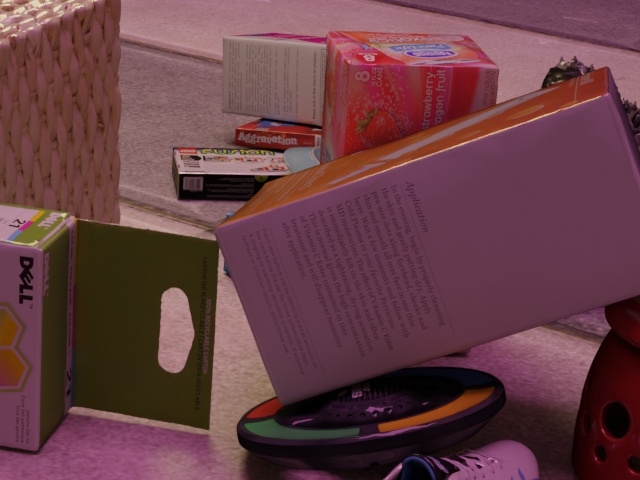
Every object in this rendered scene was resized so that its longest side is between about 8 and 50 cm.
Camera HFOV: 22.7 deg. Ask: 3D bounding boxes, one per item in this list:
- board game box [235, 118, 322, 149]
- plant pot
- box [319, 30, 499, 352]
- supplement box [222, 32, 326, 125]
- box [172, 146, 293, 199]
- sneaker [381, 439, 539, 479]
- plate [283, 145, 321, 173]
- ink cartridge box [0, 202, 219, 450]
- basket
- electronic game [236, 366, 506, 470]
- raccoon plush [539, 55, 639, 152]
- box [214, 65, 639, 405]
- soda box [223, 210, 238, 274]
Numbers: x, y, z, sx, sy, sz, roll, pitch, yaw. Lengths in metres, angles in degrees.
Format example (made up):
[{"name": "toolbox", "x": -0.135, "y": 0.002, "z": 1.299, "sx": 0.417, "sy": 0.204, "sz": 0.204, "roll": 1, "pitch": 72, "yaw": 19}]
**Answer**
[{"name": "board game box", "x": -0.007, "y": -0.156, "z": 2.215, "sx": 0.145, "sy": 0.027, "sz": 0.281, "roll": 7, "pitch": 13, "yaw": 14}, {"name": "plant pot", "x": 0.315, "y": 0.128, "z": 1.349, "sx": 0.191, "sy": 0.174, "sz": 0.191, "roll": 3, "pitch": 22, "yaw": -1}, {"name": "box", "x": 0.078, "y": -0.049, "z": 1.597, "sx": 0.154, "sy": 0.299, "sz": 0.142, "roll": 2, "pitch": 20, "yaw": -8}, {"name": "supplement box", "x": -0.020, "y": -0.221, "z": 2.185, "sx": 0.220, "sy": 0.113, "sz": 0.111, "roll": 9, "pitch": 15, "yaw": 39}, {"name": "box", "x": -0.084, "y": -0.086, "z": 2.053, "sx": 0.207, "sy": 0.036, "sz": 0.114, "roll": 1, "pitch": 20, "yaw": -9}, {"name": "sneaker", "x": 0.102, "y": 0.196, "z": 1.242, "sx": 0.085, "sy": 0.086, "sz": 0.237, "roll": 16, "pitch": 22, "yaw": 34}, {"name": "plate", "x": 0.043, "y": -0.077, "z": 1.984, "sx": 0.188, "sy": 0.024, "sz": 0.188, "roll": 22, "pitch": 18, "yaw": -8}, {"name": "ink cartridge box", "x": -0.223, "y": 0.077, "z": 1.350, "sx": 0.255, "sy": 0.188, "sz": 0.097, "roll": 8, "pitch": 19, "yaw": 10}, {"name": "basket", "x": -0.379, "y": -0.102, "z": 1.594, "sx": 0.266, "sy": 0.331, "sz": 0.328, "roll": 12, "pitch": 25, "yaw": 19}, {"name": "electronic game", "x": 0.042, "y": 0.144, "z": 1.349, "sx": 0.229, "sy": 0.048, "sz": 0.229, "roll": -9, "pitch": 8, "yaw": 1}, {"name": "raccoon plush", "x": 0.423, "y": -0.101, "z": 1.981, "sx": 0.299, "sy": 0.216, "sz": 0.446, "roll": 19, "pitch": 23, "yaw": 17}, {"name": "box", "x": 0.114, "y": -0.009, "z": 1.392, "sx": 0.345, "sy": 0.168, "sz": 0.215, "roll": -18, "pitch": 8, "yaw": 13}, {"name": "soda box", "x": 0.000, "y": 0.000, "z": 1.780, "sx": 0.210, "sy": 0.071, "sz": 0.067, "roll": -7, "pitch": 24, "yaw": -29}]
